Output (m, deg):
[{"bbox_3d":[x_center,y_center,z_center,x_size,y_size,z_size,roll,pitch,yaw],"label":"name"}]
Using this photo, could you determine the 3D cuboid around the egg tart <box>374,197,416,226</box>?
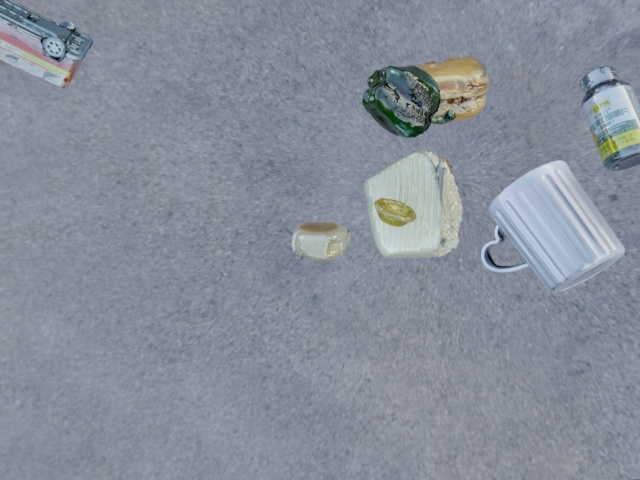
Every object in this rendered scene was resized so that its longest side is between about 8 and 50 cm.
[{"bbox_3d":[0.167,-0.061,1.178,0.105,0.105,0.039,23,120,10],"label":"egg tart"}]

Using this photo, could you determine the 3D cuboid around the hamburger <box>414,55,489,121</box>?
[{"bbox_3d":[0.416,-0.521,1.774,0.304,0.284,0.174,1,130,9],"label":"hamburger"}]

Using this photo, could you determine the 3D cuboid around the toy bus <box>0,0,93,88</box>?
[{"bbox_3d":[-0.625,-0.424,1.066,0.265,0.121,0.120,23,125,-25],"label":"toy bus"}]

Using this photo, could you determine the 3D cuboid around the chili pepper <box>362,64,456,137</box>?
[{"bbox_3d":[0.236,-0.349,1.350,0.261,0.173,0.165,28,72,-27],"label":"chili pepper"}]

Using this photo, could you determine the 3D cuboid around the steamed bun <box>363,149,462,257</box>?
[{"bbox_3d":[0.281,-0.081,1.435,0.273,0.272,0.291,-13,73,36],"label":"steamed bun"}]

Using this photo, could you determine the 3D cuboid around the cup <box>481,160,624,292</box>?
[{"bbox_3d":[0.434,-0.008,0.991,0.166,0.221,0.202,-16,64,-24],"label":"cup"}]

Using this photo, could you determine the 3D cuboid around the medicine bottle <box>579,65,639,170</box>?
[{"bbox_3d":[0.856,-0.360,1.510,0.141,0.141,0.293,-15,71,15],"label":"medicine bottle"}]

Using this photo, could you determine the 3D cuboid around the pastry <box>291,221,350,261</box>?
[{"bbox_3d":[0.000,0.000,1.422,0.165,0.166,0.088,5,110,13],"label":"pastry"}]

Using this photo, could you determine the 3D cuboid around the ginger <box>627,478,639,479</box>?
[{"bbox_3d":[0.356,0.392,0.660,0.309,0.133,0.107,-17,53,-10],"label":"ginger"}]

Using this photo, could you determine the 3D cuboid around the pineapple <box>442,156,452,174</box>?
[{"bbox_3d":[0.417,-0.229,1.804,0.077,0.114,0.114,3,107,21],"label":"pineapple"}]
